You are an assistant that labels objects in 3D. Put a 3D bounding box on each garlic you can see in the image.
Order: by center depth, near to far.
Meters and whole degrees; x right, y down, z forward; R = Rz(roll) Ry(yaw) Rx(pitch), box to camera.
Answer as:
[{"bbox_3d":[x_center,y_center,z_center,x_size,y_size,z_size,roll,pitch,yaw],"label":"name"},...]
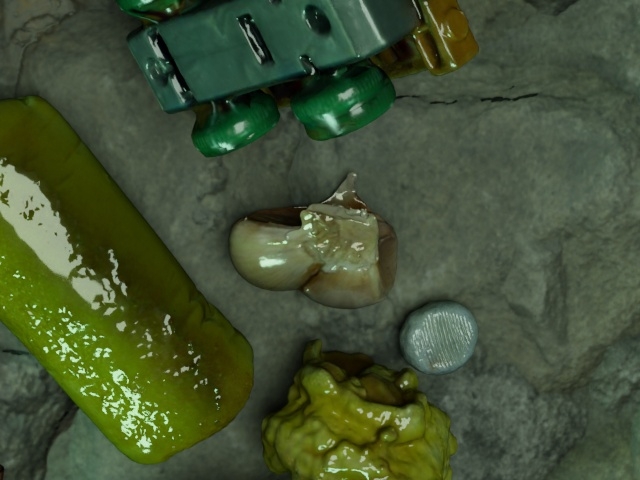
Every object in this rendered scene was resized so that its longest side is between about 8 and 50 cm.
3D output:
[{"bbox_3d":[-0.003,0.004,1.551,0.174,0.099,0.124,8,117,-12],"label":"garlic"}]

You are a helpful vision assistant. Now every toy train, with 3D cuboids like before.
[{"bbox_3d":[-0.006,-0.207,1.373,0.249,0.429,0.178,-38,108,-35],"label":"toy train"}]

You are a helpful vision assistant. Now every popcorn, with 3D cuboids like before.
[{"bbox_3d":[0.044,0.189,1.547,0.197,0.197,0.156,27,91,-17],"label":"popcorn"}]

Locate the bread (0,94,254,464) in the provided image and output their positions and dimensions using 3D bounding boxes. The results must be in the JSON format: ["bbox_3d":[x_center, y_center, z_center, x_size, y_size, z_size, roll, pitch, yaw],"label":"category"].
[{"bbox_3d":[-0.214,0.044,1.485,0.166,0.112,0.383,-40,107,-6],"label":"bread"}]

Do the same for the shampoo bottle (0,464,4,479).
[{"bbox_3d":[-0.349,0.335,1.513,0.064,0.102,0.260,14,97,27],"label":"shampoo bottle"}]

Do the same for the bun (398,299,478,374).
[{"bbox_3d":[0.118,0.097,1.617,0.083,0.045,0.083,-3,99,-17],"label":"bun"}]
